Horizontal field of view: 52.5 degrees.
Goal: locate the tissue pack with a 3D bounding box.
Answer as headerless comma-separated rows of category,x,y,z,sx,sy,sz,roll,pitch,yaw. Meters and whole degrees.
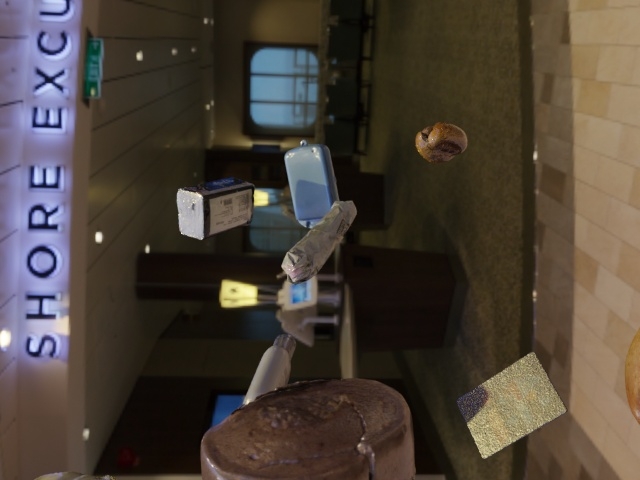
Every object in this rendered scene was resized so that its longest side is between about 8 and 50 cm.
tissue pack,-0.221,-0.072,1.394,0.170,0.090,0.103,-20,-62,-54

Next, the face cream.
face cream,-0.109,0.310,1.444,0.291,0.071,0.144,-67,-12,-60

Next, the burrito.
burrito,0.001,0.000,1.083,0.203,0.064,0.064,-51,-24,-41

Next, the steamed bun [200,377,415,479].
steamed bun,0.010,0.322,0.830,0.199,0.301,0.252,11,110,53

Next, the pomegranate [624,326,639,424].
pomegranate,0.660,0.223,1.017,0.338,0.338,0.338,-179,90,-86

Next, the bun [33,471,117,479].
bun,-0.346,0.468,0.954,0.361,0.361,0.213,96,164,-51

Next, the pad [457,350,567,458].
pad,0.389,0.341,1.343,0.211,0.003,0.143,-43,48,26

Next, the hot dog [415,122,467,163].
hot dog,0.236,-0.190,1.249,0.090,0.140,0.060,-33,62,34

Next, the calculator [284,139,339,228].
calculator,-0.018,-0.128,1.491,0.039,0.121,0.210,-21,-78,-55
